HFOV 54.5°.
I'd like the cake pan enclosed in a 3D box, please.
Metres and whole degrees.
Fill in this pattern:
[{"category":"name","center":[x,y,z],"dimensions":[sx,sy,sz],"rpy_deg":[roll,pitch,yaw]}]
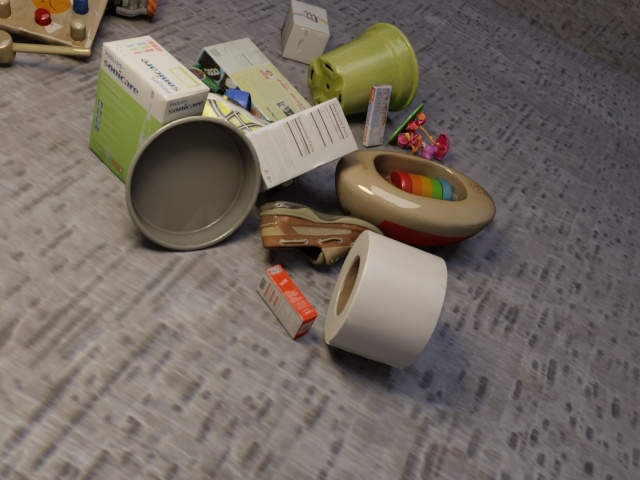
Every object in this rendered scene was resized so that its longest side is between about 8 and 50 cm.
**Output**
[{"category":"cake pan","center":[-0.266,-0.121,1.300],"dimensions":[0.294,0.292,0.054],"rpy_deg":[-6,27,-32]}]

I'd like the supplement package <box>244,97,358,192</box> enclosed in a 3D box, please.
[{"category":"supplement package","center":[-0.062,-0.218,1.452],"dimensions":[0.244,0.139,0.133],"rpy_deg":[-26,97,-21]}]

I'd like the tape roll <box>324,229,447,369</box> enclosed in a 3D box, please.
[{"category":"tape roll","center":[0.129,0.119,1.269],"dimensions":[0.169,0.246,0.246],"rpy_deg":[20,42,-8]}]

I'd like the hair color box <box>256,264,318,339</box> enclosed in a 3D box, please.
[{"category":"hair color box","center":[-0.071,0.127,1.287],"dimensions":[0.043,0.072,0.141],"rpy_deg":[-20,60,-39]}]

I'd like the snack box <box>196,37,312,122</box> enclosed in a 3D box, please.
[{"category":"snack box","center":[-0.175,-0.430,1.758],"dimensions":[0.322,0.060,0.187],"rpy_deg":[49,44,9]}]

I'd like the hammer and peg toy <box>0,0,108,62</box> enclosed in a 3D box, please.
[{"category":"hammer and peg toy","center":[-0.701,-0.572,1.605],"dimensions":[0.266,0.127,0.360],"rpy_deg":[13,62,-15]}]

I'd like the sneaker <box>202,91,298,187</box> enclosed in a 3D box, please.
[{"category":"sneaker","center":[-0.212,-0.249,1.537],"dimensions":[0.385,0.145,0.147],"rpy_deg":[15,43,-11]}]

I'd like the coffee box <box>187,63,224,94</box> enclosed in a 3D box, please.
[{"category":"coffee box","center":[-0.303,-0.478,1.792],"dimensions":[0.113,0.040,0.184],"rpy_deg":[32,42,4]}]

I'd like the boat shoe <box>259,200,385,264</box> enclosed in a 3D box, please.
[{"category":"boat shoe","center":[0.000,0.000,1.434],"dimensions":[0.324,0.123,0.119],"rpy_deg":[12,76,-28]}]

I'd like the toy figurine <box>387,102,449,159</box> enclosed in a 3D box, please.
[{"category":"toy figurine","center":[0.317,-0.307,1.905],"dimensions":[0.159,0.130,0.173],"rpy_deg":[43,65,3]}]

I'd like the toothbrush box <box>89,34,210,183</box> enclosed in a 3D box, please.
[{"category":"toothbrush box","center":[-0.382,-0.263,1.359],"dimensions":[0.206,0.283,0.122],"rpy_deg":[42,44,17]}]

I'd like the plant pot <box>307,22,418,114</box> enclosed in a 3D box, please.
[{"category":"plant pot","center":[0.111,-0.492,1.885],"dimensions":[0.254,0.276,0.276],"rpy_deg":[-25,62,-28]}]

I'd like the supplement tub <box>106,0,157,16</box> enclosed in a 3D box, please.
[{"category":"supplement tub","center":[-0.628,-0.770,1.804],"dimensions":[0.316,0.193,0.193],"rpy_deg":[11,44,-18]}]

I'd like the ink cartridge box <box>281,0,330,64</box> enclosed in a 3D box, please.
[{"category":"ink cartridge box","center":[-0.053,-0.688,2.065],"dimensions":[0.128,0.128,0.176],"rpy_deg":[12,45,-17]}]

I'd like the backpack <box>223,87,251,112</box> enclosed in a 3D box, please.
[{"category":"backpack","center":[-0.234,-0.335,1.626],"dimensions":[0.101,0.120,0.097],"rpy_deg":[13,45,-16]}]

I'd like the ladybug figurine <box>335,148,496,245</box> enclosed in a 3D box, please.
[{"category":"ladybug figurine","center":[0.237,-0.096,1.586],"dimensions":[0.450,0.161,0.305],"rpy_deg":[10,35,-18]}]

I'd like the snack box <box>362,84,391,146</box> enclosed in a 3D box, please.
[{"category":"snack box","center":[0.166,-0.365,1.823],"dimensions":[0.064,0.178,0.022],"rpy_deg":[-13,33,-36]}]
